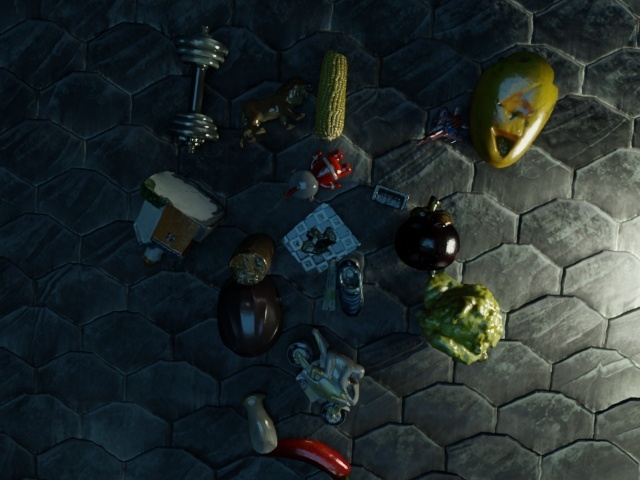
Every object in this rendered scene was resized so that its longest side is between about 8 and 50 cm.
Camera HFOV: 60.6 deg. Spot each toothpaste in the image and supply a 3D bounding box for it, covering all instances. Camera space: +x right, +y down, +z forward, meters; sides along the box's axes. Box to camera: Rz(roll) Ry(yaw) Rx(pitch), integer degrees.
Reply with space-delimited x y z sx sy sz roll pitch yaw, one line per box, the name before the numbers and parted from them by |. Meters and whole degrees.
toothpaste | 0.036 0.155 1.880 0.048 0.029 0.197 5 113 0

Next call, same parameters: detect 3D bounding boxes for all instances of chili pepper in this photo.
chili pepper | -0.028 0.772 1.943 0.368 0.092 0.137 22 115 8

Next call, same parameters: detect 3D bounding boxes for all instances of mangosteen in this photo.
mangosteen | 0.350 -0.024 1.783 0.211 0.211 0.250 5 85 3

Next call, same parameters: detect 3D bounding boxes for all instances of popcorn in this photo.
popcorn | 0.447 0.262 1.777 0.293 0.293 0.237 0 114 3

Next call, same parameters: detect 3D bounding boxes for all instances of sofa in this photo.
sofa | 0.234 -0.145 1.851 0.118 0.039 0.060 21 97 1

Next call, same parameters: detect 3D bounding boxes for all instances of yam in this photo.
yam | -0.223 0.058 1.806 0.128 0.238 0.129 26 103 -6

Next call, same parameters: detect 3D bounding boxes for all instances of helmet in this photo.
helmet | -0.250 0.257 1.853 0.225 0.177 0.305 -12 96 6

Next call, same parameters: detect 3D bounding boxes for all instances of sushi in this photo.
sushi | 0.000 0.000 1.877 0.210 0.040 0.193 -38 94 11

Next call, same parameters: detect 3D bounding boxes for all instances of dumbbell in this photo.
dumbbell | -0.403 -0.489 1.786 0.179 0.179 0.406 9 96 3

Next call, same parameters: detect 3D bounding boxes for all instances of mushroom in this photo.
mushroom | -0.215 0.642 1.929 0.097 0.088 0.212 -24 85 37

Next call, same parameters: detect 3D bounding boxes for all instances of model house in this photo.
model house | -0.513 -0.042 1.859 0.271 0.190 0.301 34 112 -4

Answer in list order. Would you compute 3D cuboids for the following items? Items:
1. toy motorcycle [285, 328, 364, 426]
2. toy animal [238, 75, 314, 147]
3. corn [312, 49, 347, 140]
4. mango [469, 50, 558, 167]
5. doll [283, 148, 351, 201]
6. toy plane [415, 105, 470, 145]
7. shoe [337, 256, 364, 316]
toy motorcycle | 0.034 0.465 1.888 0.223 0.108 0.340 -31 95 6
toy animal | -0.158 -0.440 1.829 0.312 0.097 0.157 -18 82 7
corn | 0.038 -0.475 1.805 0.106 0.106 0.293 7 93 3
mango | 0.604 -0.414 1.744 0.253 0.182 0.365 12 107 0
doll | -0.019 -0.209 1.843 0.245 0.076 0.142 -32 92 2
toy plane | 0.395 -0.363 1.811 0.189 0.061 0.130 -29 94 10
shoe | 0.098 0.162 1.857 0.091 0.106 0.207 -5 101 5
